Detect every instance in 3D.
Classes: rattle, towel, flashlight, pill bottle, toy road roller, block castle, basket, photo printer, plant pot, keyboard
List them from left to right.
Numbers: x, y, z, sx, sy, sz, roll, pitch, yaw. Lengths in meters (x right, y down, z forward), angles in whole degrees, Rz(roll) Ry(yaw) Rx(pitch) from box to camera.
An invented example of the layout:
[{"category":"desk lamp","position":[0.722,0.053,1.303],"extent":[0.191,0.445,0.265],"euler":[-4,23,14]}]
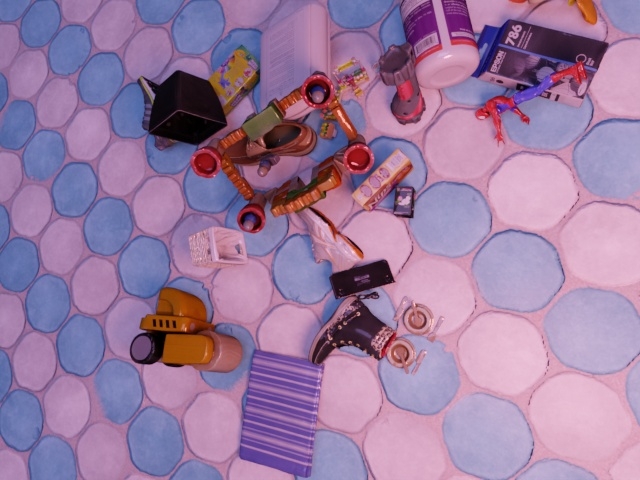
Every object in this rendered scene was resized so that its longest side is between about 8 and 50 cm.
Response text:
[{"category":"plant pot","position":[-0.441,-0.439,1.507],"extent":[0.187,0.188,0.167],"euler":[-18,76,40]},{"category":"toy road roller","position":[-0.407,0.275,1.433],"extent":[0.329,0.202,0.241],"euler":[0,73,20]},{"category":"basket","position":[-0.322,0.028,1.451],"extent":[0.103,0.167,0.114],"euler":[-16,78,23]},{"category":"towel","position":[-0.117,0.518,1.391],"extent":[0.243,0.040,0.337],"euler":[5,83,21]},{"category":"block castle","position":[-0.104,-0.234,1.301],"extent":[0.452,0.213,0.303],"euler":[-28,115,17]},{"category":"photo printer","position":[-0.081,-0.530,1.426],"extent":[0.255,0.107,0.308],"euler":[-8,79,44]},{"category":"keyboard","position":[0.124,0.126,1.324],"extent":[0.180,0.023,0.108],"euler":[-16,63,-4]},{"category":"flashlight","position":[0.218,-0.409,1.243],"extent":[0.103,0.304,0.103],"euler":[-1,84,20]},{"category":"pill bottle","position":[0.326,-0.610,1.296],"extent":[0.181,0.181,0.323],"euler":[-12,79,17]},{"category":"rattle","position":[0.639,-0.650,1.275],"extent":[0.199,0.143,0.130],"euler":[-12,47,32]}]

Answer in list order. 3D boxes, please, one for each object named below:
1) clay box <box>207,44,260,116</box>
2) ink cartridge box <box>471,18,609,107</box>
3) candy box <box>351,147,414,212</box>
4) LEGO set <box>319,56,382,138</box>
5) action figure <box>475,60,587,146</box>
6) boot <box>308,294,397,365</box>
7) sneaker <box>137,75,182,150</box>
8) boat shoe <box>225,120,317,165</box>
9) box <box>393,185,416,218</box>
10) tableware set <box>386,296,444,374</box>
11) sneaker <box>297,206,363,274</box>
[{"category":"clay box","position":[-0.300,-0.542,1.569],"extent":[0.222,0.053,0.127],"euler":[-43,72,9]},{"category":"ink cartridge box","position":[0.577,-0.495,1.260],"extent":[0.332,0.065,0.166],"euler":[24,92,21]},{"category":"candy box","position":[0.181,-0.170,1.330],"extent":[0.187,0.109,0.053],"euler":[-46,72,8]},{"category":"LEGO set","position":[0.067,-0.452,1.404],"extent":[0.287,0.107,0.132],"euler":[-45,72,9]},{"category":"action figure","position":[0.550,-0.348,1.217],"extent":[0.280,0.091,0.139],"euler":[-11,105,46]},{"category":"boot","position":[0.088,0.294,1.305],"extent":[0.178,0.085,0.237],"euler":[36,92,29]},{"category":"sneaker","position":[-0.591,-0.453,1.632],"extent":[0.121,0.111,0.300],"euler":[-33,72,16]},{"category":"boat shoe","position":[-0.177,-0.321,1.464],"extent":[0.323,0.120,0.123],"euler":[-8,81,18]},{"category":"box","position":[0.243,-0.110,1.326],"extent":[0.052,0.062,0.084],"euler":[5,86,21]},{"category":"tableware set","position":[0.248,0.270,1.289],"extent":[0.128,0.039,0.194],"euler":[28,92,20]},{"category":"sneaker","position":[0.000,0.000,1.381],"extent":[0.262,0.099,0.121],"euler":[45,103,19]}]
